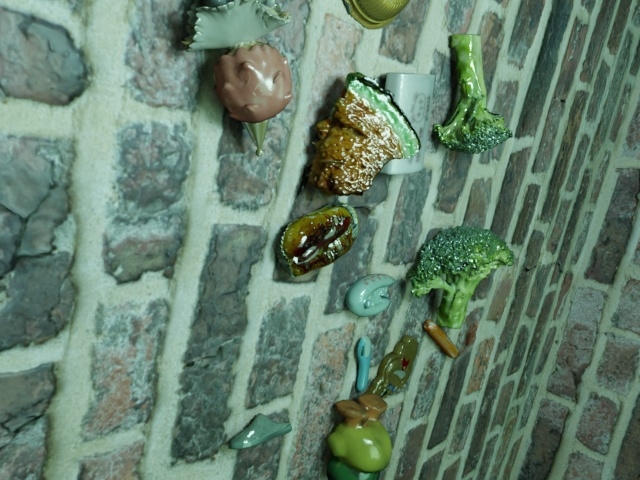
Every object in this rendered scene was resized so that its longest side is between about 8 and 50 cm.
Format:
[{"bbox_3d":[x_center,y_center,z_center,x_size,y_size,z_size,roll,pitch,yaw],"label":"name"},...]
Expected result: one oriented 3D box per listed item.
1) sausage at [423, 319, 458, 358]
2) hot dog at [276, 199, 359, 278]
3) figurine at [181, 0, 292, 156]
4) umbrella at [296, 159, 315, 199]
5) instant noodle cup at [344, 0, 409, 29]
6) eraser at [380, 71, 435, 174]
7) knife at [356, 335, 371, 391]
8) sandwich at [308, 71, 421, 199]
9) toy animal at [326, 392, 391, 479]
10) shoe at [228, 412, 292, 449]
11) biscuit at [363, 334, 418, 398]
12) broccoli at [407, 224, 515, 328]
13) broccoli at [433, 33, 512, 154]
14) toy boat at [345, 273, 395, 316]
[{"bbox_3d":[0.477,0.390,2.004,0.053,0.053,0.348,-56,137,-13],"label":"sausage"},{"bbox_3d":[0.000,0.000,1.329,0.270,0.082,0.162,-27,126,-37],"label":"hot dog"},{"bbox_3d":[-0.142,-0.347,0.993,0.207,0.166,0.387,-18,128,-1],"label":"figurine"},{"bbox_3d":[-0.034,-0.158,1.277,0.122,0.013,0.022,-63,158,-8],"label":"umbrella"},{"bbox_3d":[0.163,-0.649,1.217,0.274,0.091,0.274,-19,119,-39],"label":"instant noodle cup"},{"bbox_3d":[0.238,-0.327,1.428,0.174,0.095,0.270,-15,118,-44],"label":"eraser"},{"bbox_3d":[0.138,0.406,1.680,0.064,0.031,0.222,-26,127,-41],"label":"knife"},{"bbox_3d":[0.082,-0.231,1.267,0.250,0.162,0.301,38,91,-18],"label":"sandwich"},{"bbox_3d":[0.130,0.687,1.668,0.216,0.191,0.338,-2,108,-41],"label":"toy animal"},{"bbox_3d":[-0.167,0.511,1.393,0.195,0.079,0.078,-1,72,-38],"label":"shoe"},{"bbox_3d":[0.253,0.484,1.824,0.320,0.047,0.183,-39,128,-26],"label":"biscuit"},{"bbox_3d":[0.511,0.122,1.792,0.353,0.275,0.397,-25,124,17],"label":"broccoli"},{"bbox_3d":[0.455,-0.434,1.544,0.252,0.221,0.361,-46,124,-32],"label":"broccoli"},{"bbox_3d":[0.165,0.173,1.577,0.208,0.079,0.134,-4,112,-47],"label":"toy boat"}]
